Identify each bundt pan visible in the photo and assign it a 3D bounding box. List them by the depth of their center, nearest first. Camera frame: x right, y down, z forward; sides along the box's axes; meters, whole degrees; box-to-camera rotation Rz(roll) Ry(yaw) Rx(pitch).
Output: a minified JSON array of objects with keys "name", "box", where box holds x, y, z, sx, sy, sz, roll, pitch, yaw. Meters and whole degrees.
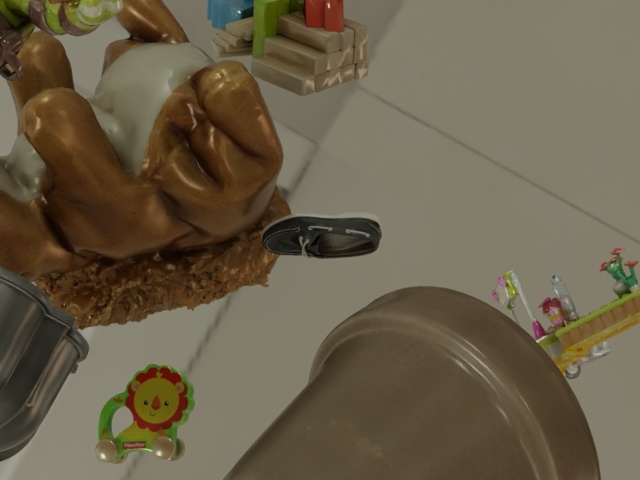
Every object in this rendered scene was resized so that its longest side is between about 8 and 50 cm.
[{"name":"bundt pan","box":[-0.372,0.097,1.322,0.331,0.331,0.124,4,63,25]}]

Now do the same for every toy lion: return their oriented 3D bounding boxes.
[{"name":"toy lion","box":[-0.173,0.171,1.541,0.100,0.034,0.096,-6,77,17]}]

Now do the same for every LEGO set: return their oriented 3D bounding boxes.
[{"name":"LEGO set","box":[0.245,0.057,1.480,0.107,0.132,0.287,67,151,15]}]

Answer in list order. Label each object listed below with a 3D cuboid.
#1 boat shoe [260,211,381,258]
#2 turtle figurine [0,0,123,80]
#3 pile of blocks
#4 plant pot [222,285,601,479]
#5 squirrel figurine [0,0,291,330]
[{"name":"boat shoe","box":[0.000,0.000,1.575,0.125,0.046,0.038,-3,42,7]},{"name":"turtle figurine","box":[-0.221,-0.126,0.890,0.269,0.087,0.217,20,50,34]},{"name":"pile of blocks","box":[-0.063,-0.290,1.828,0.362,0.149,0.112,-129,37,-55]},{"name":"plant pot","box":[0.042,0.197,1.170,0.263,0.229,0.263,24,128,35]},{"name":"squirrel figurine","box":[-0.235,-0.021,1.615,0.370,0.397,0.281,-34,49,-10]}]
